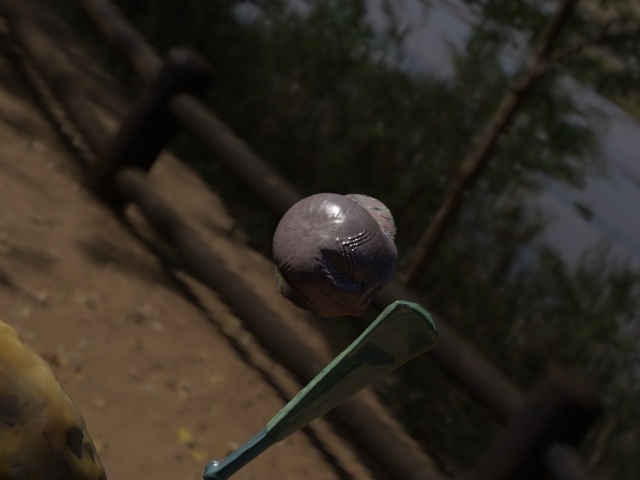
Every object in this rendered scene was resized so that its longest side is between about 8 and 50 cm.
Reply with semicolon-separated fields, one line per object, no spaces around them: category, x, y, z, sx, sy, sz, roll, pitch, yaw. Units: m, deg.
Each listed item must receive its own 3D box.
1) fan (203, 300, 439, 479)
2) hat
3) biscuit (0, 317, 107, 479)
fan;-0.005;0.101;1.147;0.038;0.193;0.016;46;21;-14
hat;-0.001;-0.002;0.741;0.042;0.058;0.087;52;6;-29
biscuit;-0.310;0.206;1.015;0.429;0.446;0.104;-9;9;14
